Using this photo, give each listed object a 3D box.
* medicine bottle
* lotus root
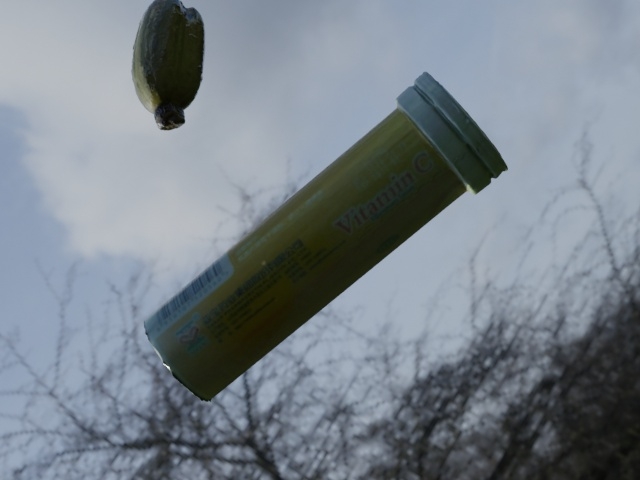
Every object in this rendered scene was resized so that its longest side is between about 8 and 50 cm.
[{"bbox_3d":[0.000,0.000,0.677,0.218,0.074,0.074,-39,-19,6],"label":"medicine bottle"},{"bbox_3d":[-0.186,-0.212,1.435,0.090,0.077,0.183,21,-122,-39],"label":"lotus root"}]
